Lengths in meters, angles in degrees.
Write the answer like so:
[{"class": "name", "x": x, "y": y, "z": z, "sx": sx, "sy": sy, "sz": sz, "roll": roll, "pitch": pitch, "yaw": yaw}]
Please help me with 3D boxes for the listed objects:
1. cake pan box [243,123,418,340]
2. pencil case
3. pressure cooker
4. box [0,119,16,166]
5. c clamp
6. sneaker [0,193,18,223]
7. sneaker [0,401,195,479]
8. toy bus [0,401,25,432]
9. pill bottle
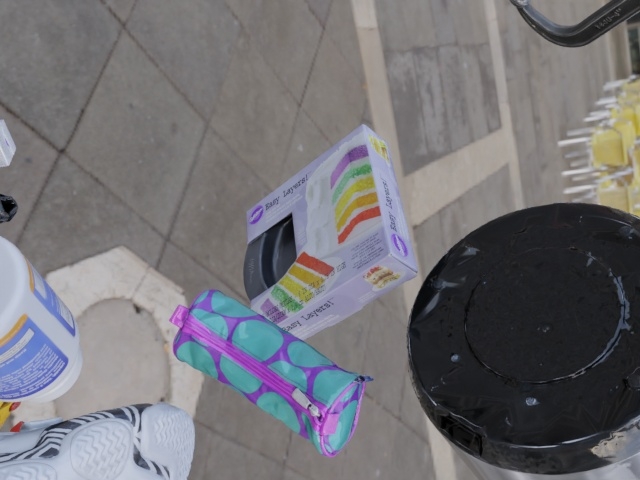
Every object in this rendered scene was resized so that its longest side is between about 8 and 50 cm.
[{"class": "cake pan box", "x": 0.000, "y": 0.000, "z": 1.041, "sx": 0.070, "sy": 0.266, "sz": 0.246, "roll": 32, "pitch": 38, "yaw": -36}, {"class": "pencil case", "x": -0.039, "y": 0.095, "z": 0.547, "sx": 0.065, "sy": 0.151, "sz": 0.070, "roll": -63, "pitch": 157, "yaw": -1}, {"class": "pressure cooker", "x": 0.342, "y": 0.199, "z": 0.977, "sx": 0.370, "sy": 0.375, "sz": 0.420, "roll": -56, "pitch": 135, "yaw": -22}, {"class": "box", "x": -0.722, "y": -0.153, "z": 1.315, "sx": 0.063, "sy": 0.323, "sz": 0.067, "roll": -98, "pitch": 179, "yaw": -49}, {"class": "c clamp", "x": 0.229, "y": -0.240, "z": 0.668, "sx": 0.022, "sy": 0.137, "sz": 0.161, "roll": -65, "pitch": -173, "yaw": -20}, {"class": "sneaker", "x": -0.584, "y": -0.043, "z": 1.243, "sx": 0.058, "sy": 0.084, "sz": 0.152, "roll": 66, "pitch": 26, "yaw": -2}, {"class": "sneaker", "x": -0.282, "y": 0.193, "z": 0.602, "sx": 0.365, "sy": 0.210, "sz": 0.138, "roll": -10, "pitch": 111, "yaw": -58}, {"class": "toy bus", "x": -0.689, "y": 0.346, "z": 1.447, "sx": 0.104, "sy": 0.190, "sz": 0.202, "roll": 49, "pitch": 30, "yaw": -79}, {"class": "pill bottle", "x": -0.396, "y": 0.114, "z": 0.918, "sx": 0.272, "sy": 0.152, "sz": 0.152, "roll": 88, "pitch": 11, "yaw": -62}]
